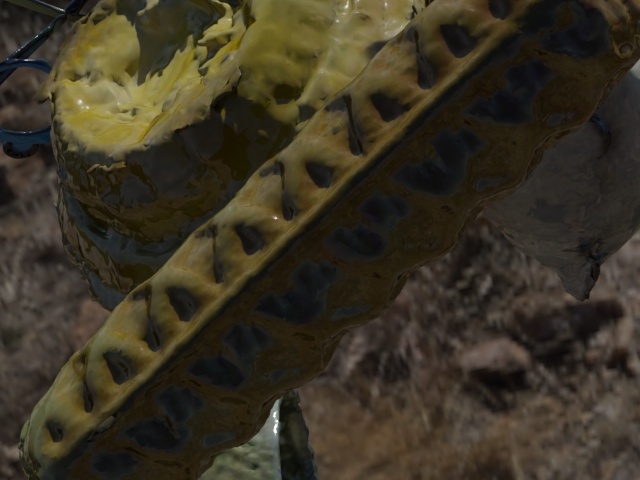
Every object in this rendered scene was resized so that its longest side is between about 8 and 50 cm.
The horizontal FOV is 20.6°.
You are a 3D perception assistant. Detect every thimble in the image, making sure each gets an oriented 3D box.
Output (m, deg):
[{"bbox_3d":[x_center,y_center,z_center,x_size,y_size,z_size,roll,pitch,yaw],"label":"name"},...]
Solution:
[{"bbox_3d":[-0.085,0.279,1.780,0.150,0.271,0.271,-9,44,8],"label":"thimble"}]

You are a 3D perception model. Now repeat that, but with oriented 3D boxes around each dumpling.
[{"bbox_3d":[0.139,-0.101,1.153,0.175,0.243,0.227,9,41,-20],"label":"dumpling"}]

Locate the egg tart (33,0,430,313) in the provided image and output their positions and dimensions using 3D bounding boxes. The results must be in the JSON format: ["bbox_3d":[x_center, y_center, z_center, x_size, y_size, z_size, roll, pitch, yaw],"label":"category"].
[{"bbox_3d":[-0.062,-0.090,1.052,0.290,0.115,0.290,-23,48,28],"label":"egg tart"}]

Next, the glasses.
[{"bbox_3d":[-0.255,-0.206,1.754,0.239,0.102,0.207,-19,73,-16],"label":"glasses"}]

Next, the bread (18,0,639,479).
[{"bbox_3d":[0.001,0.001,0.803,0.367,0.077,0.084,-44,52,9],"label":"bread"}]
